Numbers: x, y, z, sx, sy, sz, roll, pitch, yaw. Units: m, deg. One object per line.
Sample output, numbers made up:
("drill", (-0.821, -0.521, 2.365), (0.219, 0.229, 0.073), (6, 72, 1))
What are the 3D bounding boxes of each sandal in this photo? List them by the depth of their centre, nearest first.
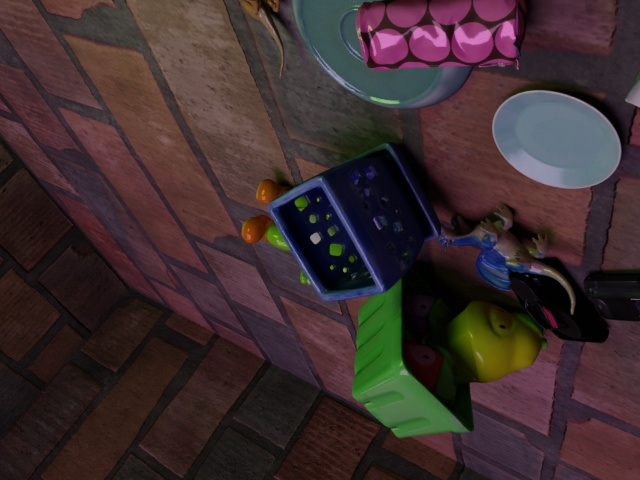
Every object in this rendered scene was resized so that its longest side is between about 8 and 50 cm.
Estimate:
("sandal", (0.424, 0.137, 1.183), (0.179, 0.040, 0.067), (39, 156, -6))

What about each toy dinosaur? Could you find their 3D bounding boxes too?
("toy dinosaur", (-0.098, -0.386, 1.031), (0.211, 0.064, 0.112), (53, 170, -13))

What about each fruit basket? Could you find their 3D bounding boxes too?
("fruit basket", (0.277, 0.218, 1.338), (0.283, 0.392, 0.392), (45, 154, -21))

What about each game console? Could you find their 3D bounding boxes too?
("game console", (0.518, 0.113, 1.121), (0.213, 0.044, 0.361), (46, 155, -22))

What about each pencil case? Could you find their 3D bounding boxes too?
("pencil case", (0.154, -0.265, 0.790), (0.209, 0.095, 0.098), (4, 132, 20))

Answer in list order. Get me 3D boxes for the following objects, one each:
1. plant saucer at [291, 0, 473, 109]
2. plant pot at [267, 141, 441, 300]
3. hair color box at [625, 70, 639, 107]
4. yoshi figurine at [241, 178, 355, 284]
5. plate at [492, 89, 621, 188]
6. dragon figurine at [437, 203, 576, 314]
("plant saucer", (0.079, -0.316, 0.930), (0.317, 0.044, 0.317), (29, 154, 16))
("plant pot", (0.074, -0.042, 1.172), (0.236, 0.212, 0.236), (59, 151, -8))
("hair color box", (0.453, -0.231, 0.519), (0.185, 0.113, 0.374), (31, 155, 11))
("yoshi figurine", (-0.006, -0.006, 1.409), (0.362, 0.203, 0.203), (24, 146, 17))
("plate", (0.345, -0.150, 0.902), (0.188, 0.024, 0.188), (29, 154, 16))
("dragon figurine", (0.340, 0.031, 1.127), (0.289, 0.085, 0.144), (40, 156, 16))
